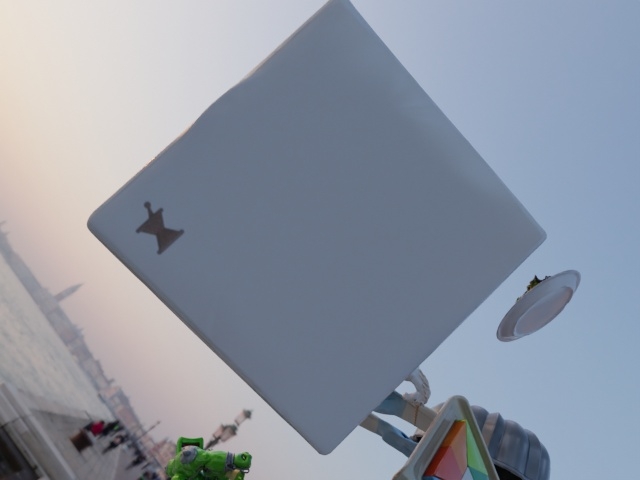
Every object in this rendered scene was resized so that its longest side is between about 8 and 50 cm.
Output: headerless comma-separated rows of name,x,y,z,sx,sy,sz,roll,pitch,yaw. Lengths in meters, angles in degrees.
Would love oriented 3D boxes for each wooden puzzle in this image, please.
wooden puzzle,0.213,0.387,0.813,0.044,0.239,0.220,-20,-87,39

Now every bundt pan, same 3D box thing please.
bundt pan,0.387,0.489,1.268,0.331,0.124,0.330,23,-26,12

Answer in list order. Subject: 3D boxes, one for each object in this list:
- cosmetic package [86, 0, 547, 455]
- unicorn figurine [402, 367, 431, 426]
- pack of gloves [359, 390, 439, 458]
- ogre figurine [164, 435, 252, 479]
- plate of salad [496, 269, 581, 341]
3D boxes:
cosmetic package,-0.020,-0.021,0.693,0.327,0.329,0.394,47,-4,-8
unicorn figurine,0.149,0.223,0.944,0.111,0.162,0.060,29,-48,3
pack of gloves,0.142,0.391,1.139,0.232,0.046,0.195,25,-47,22
ogre figurine,-0.207,0.405,0.950,0.118,0.096,0.197,21,-21,-17
plate of salad,0.419,0.124,1.040,0.048,0.200,0.199,56,-21,38
